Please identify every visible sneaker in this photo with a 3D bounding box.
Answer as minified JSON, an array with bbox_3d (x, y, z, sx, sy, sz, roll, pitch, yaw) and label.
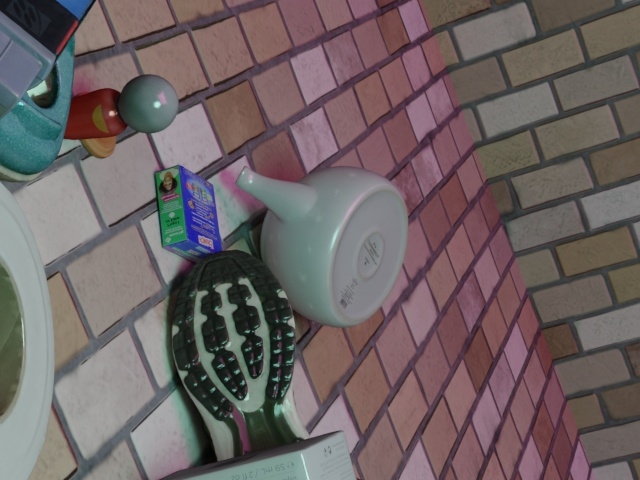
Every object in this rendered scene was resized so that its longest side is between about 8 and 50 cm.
[{"bbox_3d":[-0.092,0.217,1.665,0.182,0.158,0.410,109,-31,-72],"label":"sneaker"}]

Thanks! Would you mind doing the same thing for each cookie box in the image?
[{"bbox_3d":[-0.172,-0.033,1.722,0.092,0.040,0.107,32,45,-60],"label":"cookie box"}]

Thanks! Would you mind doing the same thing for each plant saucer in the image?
[{"bbox_3d":[-0.271,-0.140,1.599,0.083,0.013,0.083,48,32,-46],"label":"plant saucer"}]

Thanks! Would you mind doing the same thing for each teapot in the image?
[{"bbox_3d":[0.000,0.000,1.944,0.252,0.187,0.256,-25,124,-50],"label":"teapot"}]

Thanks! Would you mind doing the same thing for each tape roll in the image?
[{"bbox_3d":[-0.319,0.081,1.095,0.286,0.100,0.286,-5,90,-79],"label":"tape roll"}]

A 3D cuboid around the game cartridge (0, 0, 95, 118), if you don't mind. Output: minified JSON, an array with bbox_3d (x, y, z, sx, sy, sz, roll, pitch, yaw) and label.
[{"bbox_3d":[-0.315,-0.289,1.260,0.230,0.068,0.355,36,39,-16],"label":"game cartridge"}]

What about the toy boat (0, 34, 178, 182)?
[{"bbox_3d":[-0.281,-0.180,1.398,0.318,0.148,0.267,30,55,-63],"label":"toy boat"}]

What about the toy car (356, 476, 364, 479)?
[{"bbox_3d":[0.036,0.399,1.931,0.040,0.060,0.122,153,-56,-69],"label":"toy car"}]

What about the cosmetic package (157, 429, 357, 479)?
[{"bbox_3d":[-0.066,0.348,1.434,0.138,0.224,0.224,-7,80,-69],"label":"cosmetic package"}]
